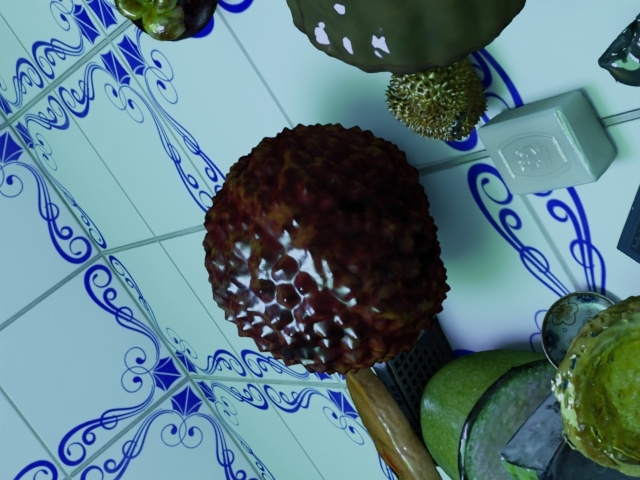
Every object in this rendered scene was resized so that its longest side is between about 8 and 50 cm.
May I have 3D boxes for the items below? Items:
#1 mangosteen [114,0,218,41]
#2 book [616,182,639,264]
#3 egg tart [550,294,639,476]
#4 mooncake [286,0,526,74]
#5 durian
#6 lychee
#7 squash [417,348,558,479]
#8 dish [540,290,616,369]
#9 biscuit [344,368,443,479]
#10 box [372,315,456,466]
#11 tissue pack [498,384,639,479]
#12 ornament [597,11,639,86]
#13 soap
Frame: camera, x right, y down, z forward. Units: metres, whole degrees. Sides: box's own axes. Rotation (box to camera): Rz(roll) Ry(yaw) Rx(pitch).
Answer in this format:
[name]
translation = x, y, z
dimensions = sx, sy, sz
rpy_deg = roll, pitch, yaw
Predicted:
[mangosteen]
translation = -0.288, -0.443, 1.854
dimensions = 0.192, 0.217, 0.192
rpy_deg = 12, 115, 26
[book]
translation = 0.530, 0.024, 1.392
dimensions = 0.269, 0.025, 0.191
rpy_deg = 37, 151, 24
[egg tart]
translation = 0.473, 0.216, 1.522
dimensions = 0.291, 0.291, 0.107
rpy_deg = 53, -173, -4
[mooncake]
translation = 0.099, -0.347, 1.266
dimensions = 0.324, 0.324, 0.187
rpy_deg = 30, 150, 35
[durian]
translation = 0.168, -0.218, 1.530
dimensions = 0.168, 0.137, 0.158
rpy_deg = 45, 175, 38
[lychee]
translation = 0.000, 0.000, 1.771
dimensions = 0.500, 0.425, 0.424
rpy_deg = 49, 158, 40
[squash]
translation = 0.314, 0.302, 1.866
dimensions = 0.310, 0.310, 0.309
rpy_deg = 63, 168, -23
[dish]
translation = 0.429, 0.149, 1.659
dimensions = 0.141, 0.078, 0.141
rpy_deg = 0, 89, 28
[biscuit]
translation = 0.166, 0.421, 2.000
dimensions = 0.455, 0.078, 0.350
rpy_deg = 59, 170, 0
[box]
translation = 0.197, 0.260, 2.033
dimensions = 0.047, 0.180, 0.325
rpy_deg = -4, 123, 43
[tissue pack]
translation = 0.469, 0.410, 1.688
dimensions = 0.124, 0.288, 0.394
rpy_deg = 2, 126, 53
[ornament]
translation = 0.449, -0.180, 1.196
dimensions = 0.236, 0.080, 0.202
rpy_deg = 46, 150, 8
[soap]
translation = 0.318, -0.134, 1.477
dimensions = 0.121, 0.064, 0.183
rpy_deg = 58, 153, -12
